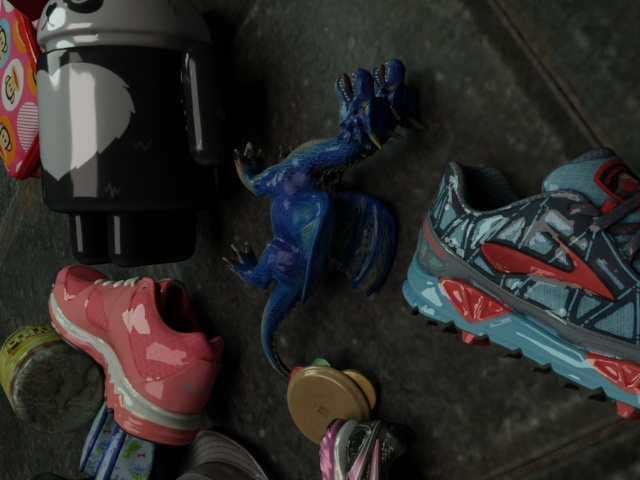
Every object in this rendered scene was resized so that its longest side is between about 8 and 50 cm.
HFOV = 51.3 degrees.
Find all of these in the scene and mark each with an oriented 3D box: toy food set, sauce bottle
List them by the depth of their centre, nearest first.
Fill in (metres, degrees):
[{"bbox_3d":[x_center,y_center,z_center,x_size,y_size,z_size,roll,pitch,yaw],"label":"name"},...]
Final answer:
[{"bbox_3d":[0.007,0.140,0.567,0.082,0.020,0.083,16,115,24],"label":"toy food set"},{"bbox_3d":[-0.380,0.171,0.904,0.344,0.111,0.111,0,93,58],"label":"sauce bottle"}]

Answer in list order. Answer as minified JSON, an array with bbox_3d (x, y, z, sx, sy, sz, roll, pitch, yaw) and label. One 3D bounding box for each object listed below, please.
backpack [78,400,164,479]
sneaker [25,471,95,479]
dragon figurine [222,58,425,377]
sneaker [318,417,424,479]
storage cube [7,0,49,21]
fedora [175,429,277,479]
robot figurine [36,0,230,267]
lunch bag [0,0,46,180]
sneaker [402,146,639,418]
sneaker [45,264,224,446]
[{"bbox_3d":[-0.225,0.238,0.756,0.114,0.084,0.105,-94,28,-55],"label":"backpack"},{"bbox_3d":[-0.265,0.340,0.772,0.087,0.227,0.130,-42,69,-10],"label":"sneaker"},{"bbox_3d":[0.000,0.000,0.528,0.144,0.085,0.289,17,104,45],"label":"dragon figurine"},{"bbox_3d":[0.056,0.221,0.502,0.077,0.072,0.178,-16,89,29],"label":"sneaker"},{"bbox_3d":[-0.306,-0.389,0.698,0.193,0.215,0.184,-30,66,5],"label":"storage cube"},{"bbox_3d":[-0.121,0.329,0.655,0.275,0.124,0.244,30,114,42],"label":"fedora"},{"bbox_3d":[-0.189,-0.115,0.655,0.173,0.209,0.278,-129,38,-85],"label":"robot figurine"},{"bbox_3d":[-0.341,-0.246,0.860,0.258,0.120,0.293,-43,62,35],"label":"lunch bag"},{"bbox_3d":[0.151,0.014,0.356,0.262,0.104,0.125,18,104,45],"label":"sneaker"},{"bbox_3d":[-0.203,0.090,0.761,0.314,0.116,0.136,36,98,41],"label":"sneaker"}]
